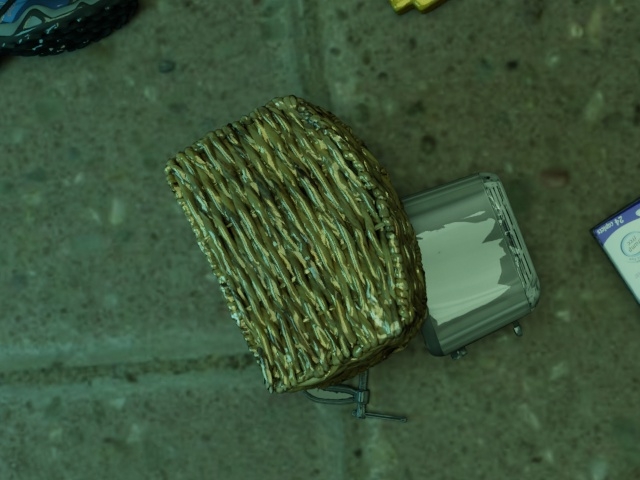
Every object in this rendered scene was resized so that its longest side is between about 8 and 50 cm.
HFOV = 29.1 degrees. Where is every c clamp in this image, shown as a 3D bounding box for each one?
[{"bbox_3d":[0.036,0.139,1.498,0.137,0.022,0.161,-1,90,14],"label":"c clamp"}]

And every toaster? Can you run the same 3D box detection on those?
[{"bbox_3d":[0.160,0.016,1.428,0.146,0.129,0.227,-21,84,4],"label":"toaster"}]

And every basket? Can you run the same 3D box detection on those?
[{"bbox_3d":[0.000,0.000,1.389,0.213,0.223,0.299,-29,79,11],"label":"basket"}]

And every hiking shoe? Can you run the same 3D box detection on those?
[{"bbox_3d":[-0.376,-0.290,1.517,0.304,0.113,0.132,-16,84,6],"label":"hiking shoe"}]

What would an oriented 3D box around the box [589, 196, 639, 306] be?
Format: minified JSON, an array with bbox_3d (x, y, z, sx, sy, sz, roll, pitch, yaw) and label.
[{"bbox_3d":[0.400,0.011,1.419,0.126,0.072,0.137,-34,85,7],"label":"box"}]

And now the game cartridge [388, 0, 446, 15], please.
[{"bbox_3d":[0.136,-0.467,1.475,0.285,0.052,0.324,-32,84,7],"label":"game cartridge"}]
